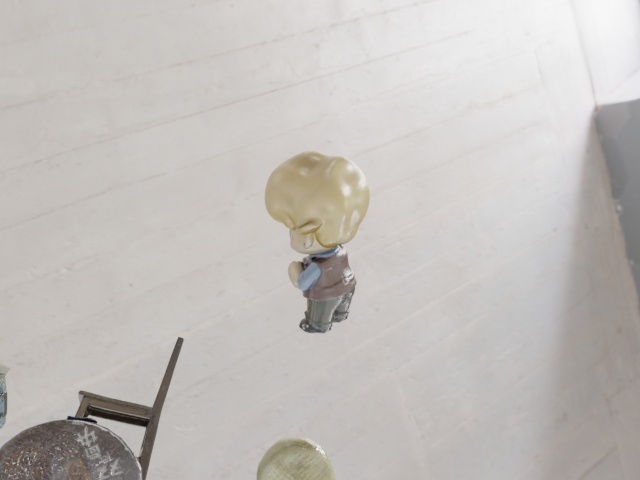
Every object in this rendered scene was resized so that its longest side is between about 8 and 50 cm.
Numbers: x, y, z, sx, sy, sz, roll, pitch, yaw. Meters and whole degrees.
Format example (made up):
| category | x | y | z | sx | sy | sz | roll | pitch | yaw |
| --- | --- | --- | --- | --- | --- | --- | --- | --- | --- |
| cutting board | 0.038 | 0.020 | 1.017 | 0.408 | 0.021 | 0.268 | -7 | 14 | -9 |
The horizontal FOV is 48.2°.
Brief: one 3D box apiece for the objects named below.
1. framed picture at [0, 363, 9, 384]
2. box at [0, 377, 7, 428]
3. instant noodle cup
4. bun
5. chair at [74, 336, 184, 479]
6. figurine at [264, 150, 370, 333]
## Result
| category | x | y | z | sx | sy | sz | roll | pitch | yaw |
| --- | --- | --- | --- | --- | --- | --- | --- | --- | --- |
| framed picture | -0.637 | 0.356 | 1.236 | 0.024 | 0.232 | 0.315 | 25 | 73 | -10 |
| box | -0.798 | 0.335 | 1.542 | 0.130 | 0.226 | 0.162 | -55 | 160 | -63 |
| instant noodle cup | -0.378 | 0.407 | 1.050 | 0.217 | 0.217 | 0.207 | -14 | 140 | -33 |
| bun | -0.027 | 0.242 | 0.739 | 0.086 | 0.055 | 0.086 | -2 | 97 | -14 |
| chair | -0.544 | 0.449 | 1.931 | 0.240 | 0.203 | 0.417 | 15 | 64 | -10 |
| figurine | 0.000 | 0.000 | 0.774 | 0.114 | 0.108 | 0.196 | -25 | 126 | -37 |
